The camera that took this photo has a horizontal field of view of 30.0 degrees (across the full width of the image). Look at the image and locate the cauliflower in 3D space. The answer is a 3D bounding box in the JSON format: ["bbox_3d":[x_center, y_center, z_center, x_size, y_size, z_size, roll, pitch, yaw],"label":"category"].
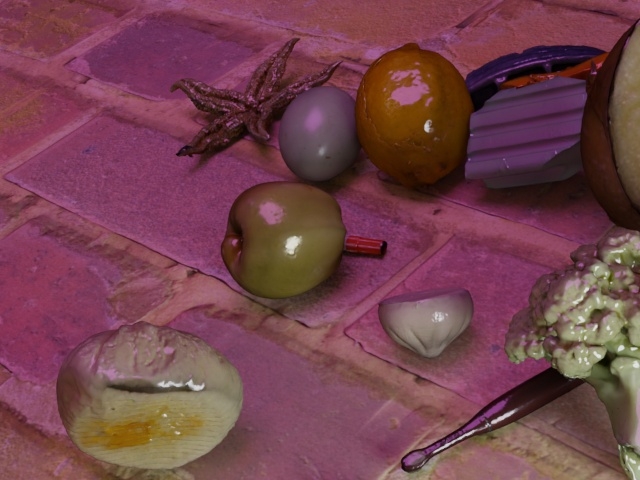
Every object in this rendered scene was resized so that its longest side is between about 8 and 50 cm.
[{"bbox_3d":[0.370,0.116,1.407,0.327,0.260,0.281,-30,30,32],"label":"cauliflower"}]

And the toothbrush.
[{"bbox_3d":[0.262,0.208,1.544,0.364,0.041,0.041,-27,36,-14],"label":"toothbrush"}]

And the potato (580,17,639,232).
[{"bbox_3d":[0.581,-0.155,1.684,0.442,0.385,0.319,-7,0,0],"label":"potato"}]

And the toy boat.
[{"bbox_3d":[0.387,-0.266,2.059,0.283,0.127,0.078,-14,29,7],"label":"toy boat"}]

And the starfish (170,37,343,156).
[{"bbox_3d":[-0.121,-0.264,2.310,0.357,0.078,0.347,-13,35,6],"label":"starfish"}]

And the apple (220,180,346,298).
[{"bbox_3d":[-0.058,-0.005,1.846,0.200,0.200,0.200,-11,36,8],"label":"apple"}]

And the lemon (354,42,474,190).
[{"bbox_3d":[0.158,-0.207,2.002,0.204,0.204,0.260,-8,72,12],"label":"lemon"}]

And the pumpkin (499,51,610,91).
[{"bbox_3d":[0.452,-0.205,1.940,0.280,0.139,0.190,-16,35,4],"label":"pumpkin"}]

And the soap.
[{"bbox_3d":[0.345,-0.167,1.876,0.230,0.091,0.145,-6,72,45],"label":"soap"}]

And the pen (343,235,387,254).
[{"bbox_3d":[0.000,0.000,1.946,0.239,0.028,0.028,7,42,31],"label":"pen"}]

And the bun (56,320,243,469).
[{"bbox_3d":[-0.222,0.194,1.586,0.243,0.244,0.153,-13,53,6],"label":"bun"}]

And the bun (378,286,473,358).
[{"bbox_3d":[0.151,0.118,1.670,0.138,0.094,0.138,-10,-1,0],"label":"bun"}]

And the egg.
[{"bbox_3d":[0.001,-0.187,2.092,0.149,0.149,0.192,1,42,24],"label":"egg"}]
